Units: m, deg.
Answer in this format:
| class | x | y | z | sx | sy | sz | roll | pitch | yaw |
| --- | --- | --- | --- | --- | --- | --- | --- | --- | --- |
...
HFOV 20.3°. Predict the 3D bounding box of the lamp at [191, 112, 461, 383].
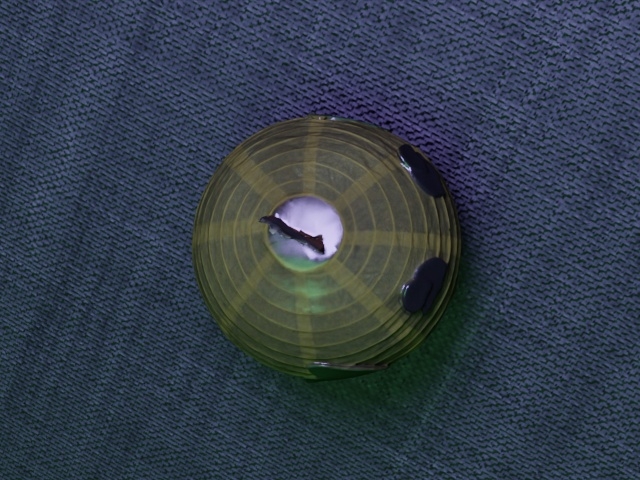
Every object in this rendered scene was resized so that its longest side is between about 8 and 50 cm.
| class | x | y | z | sx | sy | sz | roll | pitch | yaw |
| --- | --- | --- | --- | --- | --- | --- | --- | --- | --- |
| lamp | 0.000 | 0.000 | 1.593 | 0.250 | 0.284 | 0.250 | -2 | 82 | 11 |
